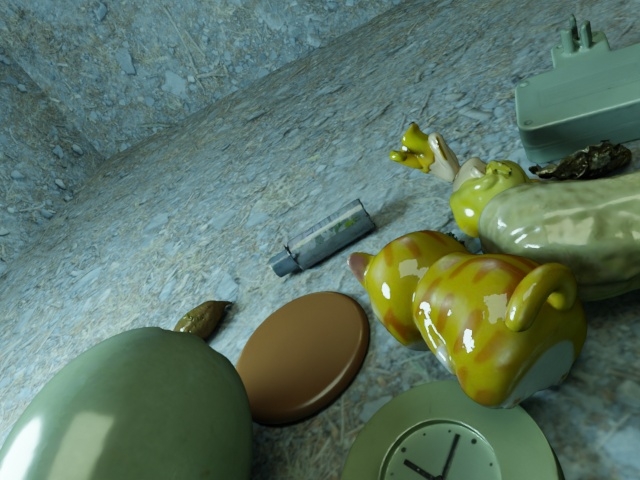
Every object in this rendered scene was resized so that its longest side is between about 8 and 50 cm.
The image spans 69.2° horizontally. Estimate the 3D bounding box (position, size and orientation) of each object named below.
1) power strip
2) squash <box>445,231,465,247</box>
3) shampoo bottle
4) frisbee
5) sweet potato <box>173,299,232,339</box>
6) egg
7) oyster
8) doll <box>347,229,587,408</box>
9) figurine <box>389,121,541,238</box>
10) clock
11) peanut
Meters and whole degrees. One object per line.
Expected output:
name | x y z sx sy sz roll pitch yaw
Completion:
power strip | 0.456 -0.278 0.795 0.229 0.141 0.261 -12 41 31
squash | 0.153 0.050 0.715 0.183 0.052 0.052 -39 32 -14
shampoo bottle | 0.000 0.000 0.899 0.214 0.072 0.072 -32 32 6
frisbee | -0.037 0.177 0.745 0.251 0.021 0.251 -24 32 16
sweet potato | -0.259 0.186 0.893 0.068 0.068 0.226 8 52 48
egg | -0.226 0.280 0.535 0.278 0.278 0.336 -16 34 28
oyster | 0.394 -0.112 0.695 0.148 0.051 0.103 -19 -2 10
doll | 0.165 0.078 0.543 0.166 0.162 0.269 -5 12 -34
figurine | 0.226 -0.086 0.700 0.246 0.156 0.131 37 84 16
clock | 0.127 0.256 0.485 0.235 0.029 0.235 -25 32 17
peanut | 0.337 -0.005 0.526 0.313 0.152 0.152 -3 43 34
